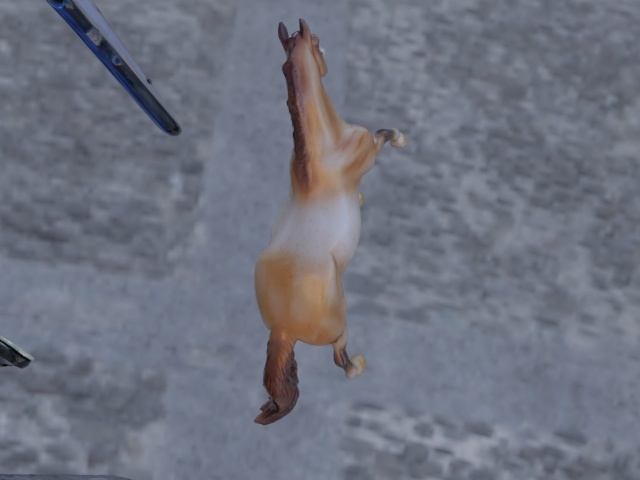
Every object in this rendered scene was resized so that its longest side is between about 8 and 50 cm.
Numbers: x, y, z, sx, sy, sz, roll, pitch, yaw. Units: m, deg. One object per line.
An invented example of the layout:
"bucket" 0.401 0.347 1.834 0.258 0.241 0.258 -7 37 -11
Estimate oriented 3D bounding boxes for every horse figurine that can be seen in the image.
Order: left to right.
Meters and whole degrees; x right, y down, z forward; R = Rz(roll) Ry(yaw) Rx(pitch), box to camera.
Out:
"horse figurine" 0.000 0.000 1.161 0.066 0.263 0.174 11 -7 20

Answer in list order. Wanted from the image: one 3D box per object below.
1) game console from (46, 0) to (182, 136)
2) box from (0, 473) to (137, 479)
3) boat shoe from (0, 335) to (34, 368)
"game console" -0.156 -0.251 1.049 0.173 0.250 0.293 7 33 -41
"box" -0.173 0.229 1.273 0.156 0.093 0.158 2 -5 45
"boat shoe" -0.345 0.119 1.781 0.133 0.049 0.042 12 64 50
